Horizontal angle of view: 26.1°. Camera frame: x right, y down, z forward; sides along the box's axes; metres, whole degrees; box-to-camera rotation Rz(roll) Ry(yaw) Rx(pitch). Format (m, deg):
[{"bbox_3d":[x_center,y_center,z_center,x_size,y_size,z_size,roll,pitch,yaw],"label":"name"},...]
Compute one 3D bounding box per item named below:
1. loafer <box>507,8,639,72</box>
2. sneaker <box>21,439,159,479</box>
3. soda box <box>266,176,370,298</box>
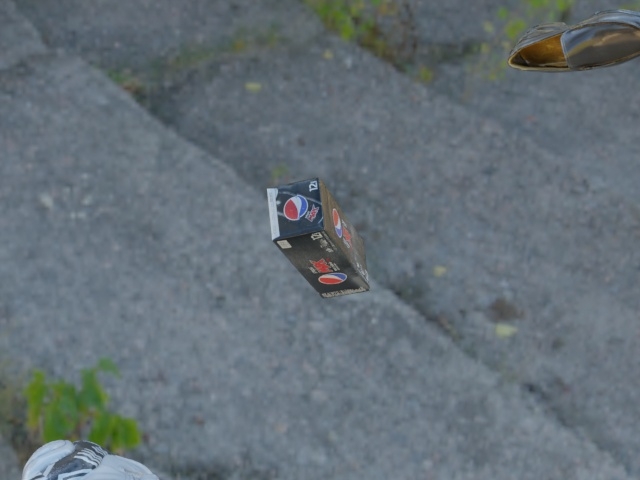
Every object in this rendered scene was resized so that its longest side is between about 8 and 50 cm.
[{"bbox_3d":[0.275,-0.201,1.454,0.170,0.062,0.061,-6,24,47],"label":"loafer"},{"bbox_3d":[-0.119,0.219,0.881,0.210,0.137,0.366,10,-1,13],"label":"sneaker"},{"bbox_3d":[0.000,0.000,1.350,0.053,0.169,0.060,-12,65,12],"label":"soda box"}]
